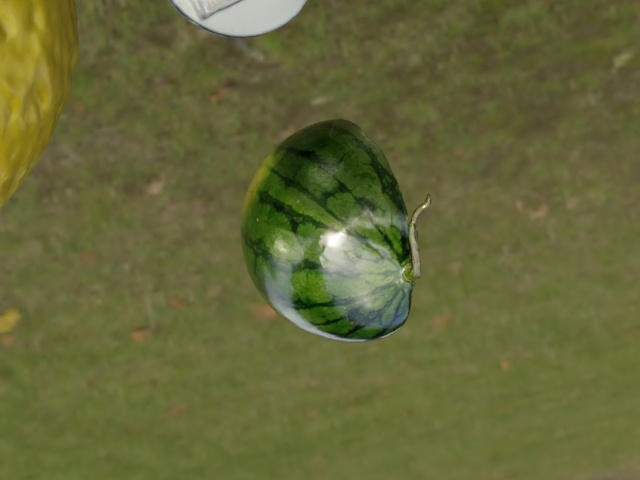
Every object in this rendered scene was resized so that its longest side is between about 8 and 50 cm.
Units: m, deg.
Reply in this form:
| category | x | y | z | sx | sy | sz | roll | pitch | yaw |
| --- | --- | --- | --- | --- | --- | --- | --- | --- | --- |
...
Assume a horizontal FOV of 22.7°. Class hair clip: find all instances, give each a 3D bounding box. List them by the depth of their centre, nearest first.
| category | x | y | z | sx | sy | sz | roll | pitch | yaw |
| --- | --- | --- | --- | --- | --- | --- | --- | --- | --- |
| hair clip | -0.054 | -0.259 | 1.459 | 0.220 | 0.140 | 0.054 | -25 | -150 | -1 |

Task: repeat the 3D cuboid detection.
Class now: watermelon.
| category | x | y | z | sx | sy | sz | roll | pitch | yaw |
| --- | --- | --- | --- | --- | --- | --- | --- | --- | --- |
| watermelon | -0.003 | -0.002 | 1.463 | 0.127 | 0.232 | 0.204 | -8 | 124 | -25 |

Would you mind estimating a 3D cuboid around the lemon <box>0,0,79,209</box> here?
| category | x | y | z | sx | sy | sz | roll | pitch | yaw |
| --- | --- | --- | --- | --- | --- | --- | --- | --- | --- |
| lemon | -0.204 | -0.073 | 0.565 | 0.253 | 0.228 | 0.228 | -53 | 176 | -16 |
